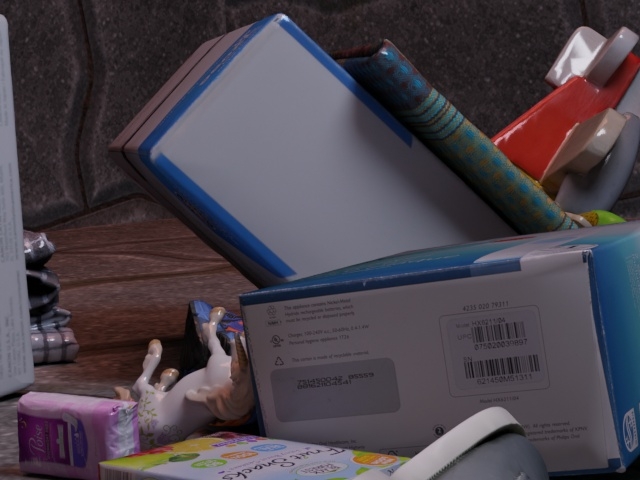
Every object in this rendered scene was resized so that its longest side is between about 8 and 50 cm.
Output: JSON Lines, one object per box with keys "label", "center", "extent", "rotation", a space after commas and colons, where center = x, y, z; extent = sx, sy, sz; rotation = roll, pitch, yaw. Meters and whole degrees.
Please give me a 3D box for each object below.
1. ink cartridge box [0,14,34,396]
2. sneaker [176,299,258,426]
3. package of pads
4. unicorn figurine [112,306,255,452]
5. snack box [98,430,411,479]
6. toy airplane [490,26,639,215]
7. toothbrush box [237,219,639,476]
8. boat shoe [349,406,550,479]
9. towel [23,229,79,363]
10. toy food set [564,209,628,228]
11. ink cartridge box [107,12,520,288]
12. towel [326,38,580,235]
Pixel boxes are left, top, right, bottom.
{"label": "ink cartridge box", "center": [-0.369, -0.011, 1.110], "extent": [0.091, 0.308, 0.385], "rotation": [1, 6, 31]}
{"label": "sneaker", "center": [-0.055, 0.099, 1.149], "extent": [0.087, 0.083, 0.221], "rotation": [10, 7, -17]}
{"label": "package of pads", "center": [-0.150, 0.121, 0.957], "extent": [0.083, 0.050, 0.032], "rotation": [2, 6, 33]}
{"label": "unicorn figurine", "center": [-0.075, 0.091, 0.985], "extent": [0.060, 0.162, 0.111], "rotation": [32, 28, -20]}
{"label": "snack box", "center": [-0.036, 0.134, 0.829], "extent": [0.141, 0.037, 0.100], "rotation": [2, 7, 40]}
{"label": "toy airplane", "center": [0.278, -0.068, 1.833], "extent": [0.384, 0.272, 0.386], "rotation": [-38, -5, 37]}
{"label": "toothbrush box", "center": [0.114, 0.064, 0.983], "extent": [0.216, 0.126, 0.295], "rotation": [-8, 1, 25]}
{"label": "boat shoe", "center": [0.046, 0.139, 0.577], "extent": [0.099, 0.116, 0.319], "rotation": [44, 10, 14]}
{"label": "towel", "center": [-0.378, 0.053, 1.502], "extent": [0.235, 0.121, 0.284], "rotation": [-4, 5, -20]}
{"label": "toy food set", "center": [0.274, 0.020, 1.356], "extent": [0.192, 0.038, 0.132], "rotation": [41, -6, -20]}
{"label": "ink cartridge box", "center": [-0.025, -0.044, 1.409], "extent": [0.285, 0.166, 0.395], "rotation": [42, -6, -13]}
{"label": "towel", "center": [0.150, -0.035, 1.332], "extent": [0.040, 0.370, 0.271], "rotation": [-48, 13, -6]}
